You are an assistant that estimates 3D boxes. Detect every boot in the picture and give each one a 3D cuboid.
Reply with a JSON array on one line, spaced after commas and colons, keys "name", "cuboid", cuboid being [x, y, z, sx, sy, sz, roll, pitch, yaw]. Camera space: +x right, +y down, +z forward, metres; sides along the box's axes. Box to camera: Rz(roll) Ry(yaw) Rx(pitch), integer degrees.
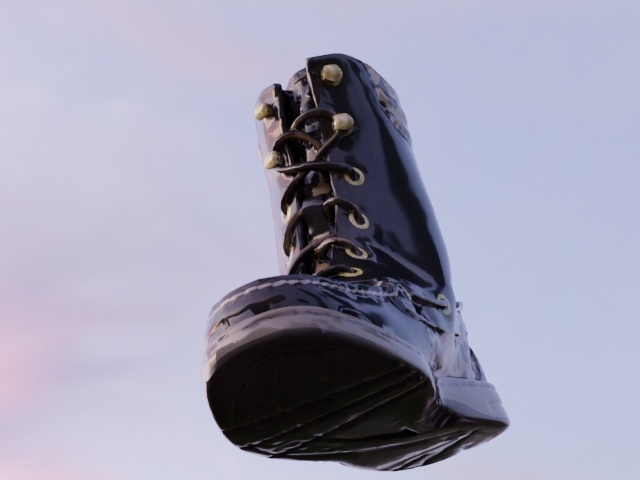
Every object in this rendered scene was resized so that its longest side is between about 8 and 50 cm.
[{"name": "boot", "cuboid": [-0.001, 0.001, 0.789, 0.085, 0.179, 0.236, -23, -21, 18]}]
